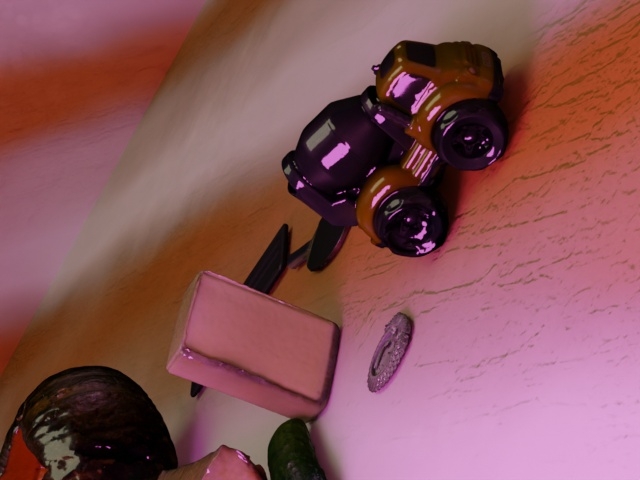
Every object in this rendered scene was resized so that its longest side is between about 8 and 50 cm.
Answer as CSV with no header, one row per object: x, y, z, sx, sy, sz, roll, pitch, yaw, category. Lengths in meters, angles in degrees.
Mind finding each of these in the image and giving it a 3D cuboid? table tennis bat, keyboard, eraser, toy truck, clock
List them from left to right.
-0.090,0.059,2.043,0.103,0.041,0.381,-88,21,-51,keyboard
-0.071,0.115,1.635,0.058,0.172,0.117,-51,22,47,eraser
0.000,0.000,1.863,0.158,0.014,0.095,-38,33,56,table tennis bat
0.066,0.111,1.498,0.083,0.010,0.074,-64,16,8,clock
0.075,-0.106,1.499,0.224,0.165,0.147,-55,18,31,toy truck

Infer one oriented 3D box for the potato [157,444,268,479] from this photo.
-0.127,0.316,1.646,0.269,0.112,0.255,-62,12,7,potato

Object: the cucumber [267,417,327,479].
-0.021,0.235,1.510,0.056,0.056,0.250,-63,14,10,cucumber

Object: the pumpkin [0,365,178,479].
-0.313,0.328,2.003,0.320,0.192,0.320,-18,68,53,pumpkin
